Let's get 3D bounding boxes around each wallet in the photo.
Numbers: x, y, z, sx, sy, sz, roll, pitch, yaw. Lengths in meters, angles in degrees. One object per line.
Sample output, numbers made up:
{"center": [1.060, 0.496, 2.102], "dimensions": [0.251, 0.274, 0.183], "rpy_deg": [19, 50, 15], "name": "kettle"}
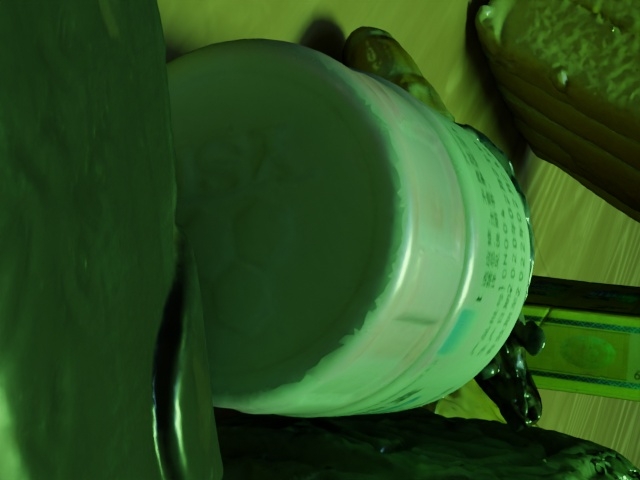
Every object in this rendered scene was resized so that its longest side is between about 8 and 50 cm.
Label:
{"center": [-0.064, 0.065, 0.385], "dimensions": [0.165, 0.042, 0.309], "rpy_deg": [-52, 139, -63], "name": "wallet"}

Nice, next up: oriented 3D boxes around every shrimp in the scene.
{"center": [0.057, 0.001, 0.694], "dimensions": [0.150, 0.051, 0.217], "rpy_deg": [82, -11, -64], "name": "shrimp"}

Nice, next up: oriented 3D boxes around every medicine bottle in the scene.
{"center": [0.000, 0.000, 0.546], "dimensions": [0.168, 0.135, 0.135], "rpy_deg": [18, 80, -69], "name": "medicine bottle"}

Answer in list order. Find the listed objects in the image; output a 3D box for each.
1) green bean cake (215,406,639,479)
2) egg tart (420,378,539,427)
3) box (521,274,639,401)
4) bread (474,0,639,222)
{"center": [0.042, 0.126, 0.628], "dimensions": [0.183, 0.185, 0.094], "rpy_deg": [4, 93, -69], "name": "green bean cake"}
{"center": [0.090, 0.240, 0.857], "dimensions": [0.351, 0.153, 0.339], "rpy_deg": [-47, 137, -58], "name": "egg tart"}
{"center": [0.216, 0.069, 1.015], "dimensions": [0.141, 0.220, 0.064], "rpy_deg": [-20, 115, -68], "name": "box"}
{"center": [0.237, -0.081, 0.977], "dimensions": [0.111, 0.246, 0.239], "rpy_deg": [-54, 155, -3], "name": "bread"}
